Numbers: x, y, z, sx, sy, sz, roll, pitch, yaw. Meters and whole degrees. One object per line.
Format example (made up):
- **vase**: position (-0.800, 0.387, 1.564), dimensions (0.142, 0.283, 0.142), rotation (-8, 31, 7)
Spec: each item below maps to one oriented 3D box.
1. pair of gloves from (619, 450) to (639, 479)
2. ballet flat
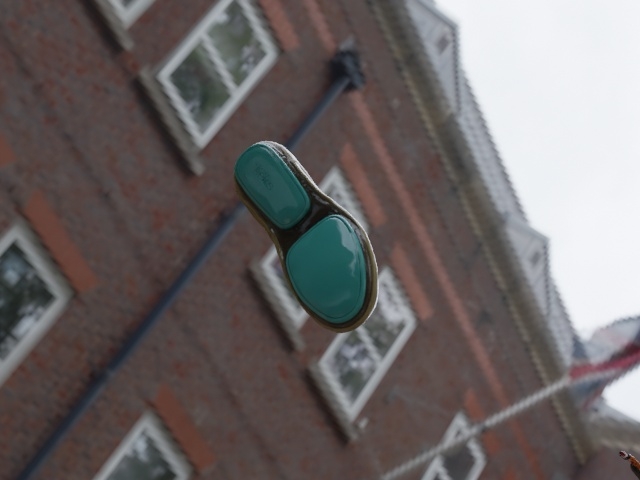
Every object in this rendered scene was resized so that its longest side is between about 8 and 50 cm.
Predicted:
- **pair of gloves**: position (0.331, 0.238, 1.444), dimensions (0.074, 0.010, 0.083), rotation (45, -11, -21)
- **ballet flat**: position (0.000, 0.000, 1.267), dimensions (0.073, 0.080, 0.232), rotation (43, 12, -48)
